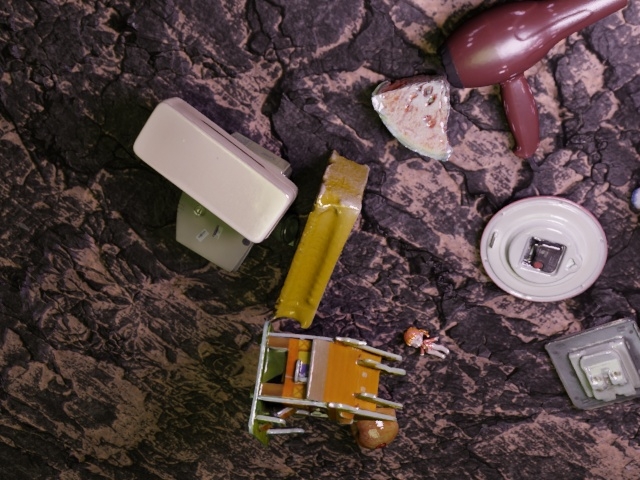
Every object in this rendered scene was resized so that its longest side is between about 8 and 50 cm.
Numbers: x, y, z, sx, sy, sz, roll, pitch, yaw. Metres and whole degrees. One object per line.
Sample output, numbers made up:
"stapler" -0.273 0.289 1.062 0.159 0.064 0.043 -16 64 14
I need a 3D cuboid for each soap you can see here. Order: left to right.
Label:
"soap" 0.000 0.000 1.566 0.091 0.199 0.315 20 122 -4

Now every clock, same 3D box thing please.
"clock" 0.437 0.019 1.544 0.244 0.056 0.244 6 122 10

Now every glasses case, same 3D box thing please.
"glasses case" -0.202 -0.136 1.511 0.313 0.070 0.131 37 113 -1

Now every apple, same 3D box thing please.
"apple" 0.125 0.427 1.844 0.102 0.126 0.126 -15 121 -15

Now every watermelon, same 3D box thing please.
"watermelon" 0.193 -0.243 1.444 0.187 0.071 0.139 42 115 -2

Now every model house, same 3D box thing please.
"model house" 0.018 0.340 1.691 0.312 0.243 0.358 8 158 4

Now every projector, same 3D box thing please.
"projector" -0.193 -0.087 1.617 0.193 0.088 0.270 31 117 0

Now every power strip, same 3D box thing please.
"power strip" 0.602 0.279 1.655 0.198 0.064 0.213 -24 111 24

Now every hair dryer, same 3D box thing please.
"hair dryer" 0.390 -0.267 1.372 0.312 0.123 0.340 -18 126 12

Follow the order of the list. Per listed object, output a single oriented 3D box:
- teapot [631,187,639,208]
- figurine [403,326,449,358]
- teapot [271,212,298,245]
"teapot" 0.667 -0.056 1.343 0.280 0.252 0.424 14 157 46
"figurine" 0.233 0.228 1.734 0.109 0.047 0.064 28 117 -14
"teapot" -0.081 -0.023 1.658 0.057 0.066 0.088 18 149 27
